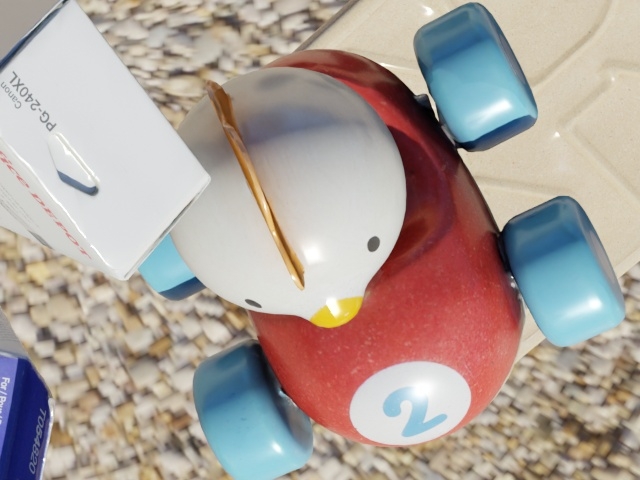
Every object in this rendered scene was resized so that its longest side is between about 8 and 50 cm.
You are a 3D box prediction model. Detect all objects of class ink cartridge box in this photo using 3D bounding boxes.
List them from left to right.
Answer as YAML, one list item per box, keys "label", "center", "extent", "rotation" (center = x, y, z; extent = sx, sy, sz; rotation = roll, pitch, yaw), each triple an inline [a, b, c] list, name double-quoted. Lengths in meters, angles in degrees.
- label: "ink cartridge box"
  center: [-0.253, 0.147, 1.326]
  extent: [0.045, 0.224, 0.223]
  rotation: [2, 114, -28]
- label: "ink cartridge box"
  center: [-0.130, -0.054, 0.821]
  extent: [0.063, 0.150, 0.109]
  rotation: [-49, 125, -17]

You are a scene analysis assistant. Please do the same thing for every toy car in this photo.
- label: "toy car"
  center: [0.000, 0.000, 0.907]
  extent: [0.219, 0.238, 0.210]
  rotation: [-25, 81, 13]

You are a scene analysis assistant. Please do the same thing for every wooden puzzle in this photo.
- label: "wooden puzzle"
  center: [0.141, -0.098, 1.373]
  extent: [0.348, 0.080, 0.322]
  rotation: [-43, 122, 9]
